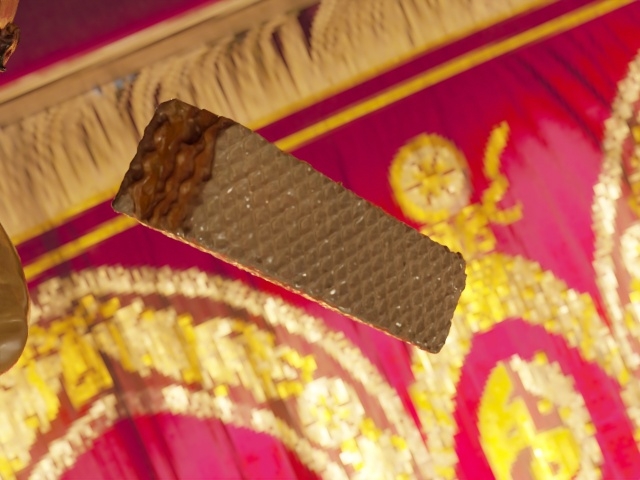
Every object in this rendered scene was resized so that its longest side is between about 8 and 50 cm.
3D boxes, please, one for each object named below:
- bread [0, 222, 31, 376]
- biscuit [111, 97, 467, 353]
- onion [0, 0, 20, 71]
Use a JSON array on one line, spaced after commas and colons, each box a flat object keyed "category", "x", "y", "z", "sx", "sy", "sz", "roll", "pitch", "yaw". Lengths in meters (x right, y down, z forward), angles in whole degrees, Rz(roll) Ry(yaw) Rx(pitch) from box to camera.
[{"category": "bread", "x": -0.250, "y": 0.023, "z": 0.672, "sx": 0.217, "sy": 0.147, "sz": 0.098, "roll": 2, "pitch": 137, "yaw": -47}, {"category": "biscuit", "x": 0.000, "y": 0.000, "z": 1.058, "sx": 0.054, "sy": 0.094, "sz": 0.378, "roll": 19, "pitch": 174, "yaw": 39}, {"category": "onion", "x": -0.371, "y": -0.255, "z": 1.008, "sx": 0.341, "sy": 0.341, "sz": 0.341, "roll": -24, "pitch": -175, "yaw": 2}]
